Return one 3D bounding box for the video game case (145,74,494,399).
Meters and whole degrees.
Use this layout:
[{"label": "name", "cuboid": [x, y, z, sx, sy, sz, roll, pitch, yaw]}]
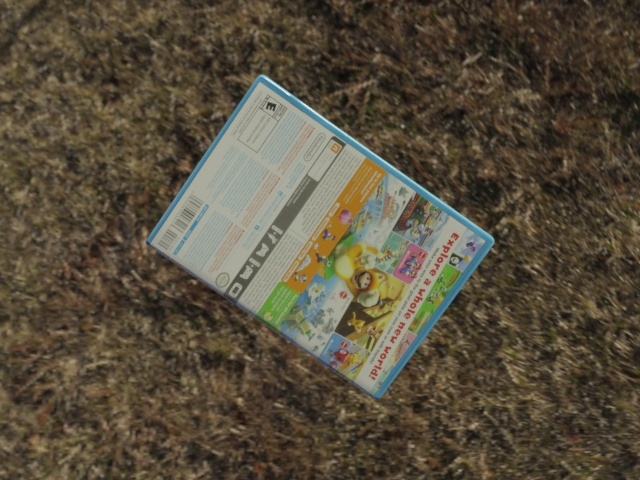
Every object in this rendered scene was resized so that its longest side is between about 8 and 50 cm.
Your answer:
[{"label": "video game case", "cuboid": [0.000, 0.000, 0.524, 0.166, 0.015, 0.119, 35, 96, -5]}]
